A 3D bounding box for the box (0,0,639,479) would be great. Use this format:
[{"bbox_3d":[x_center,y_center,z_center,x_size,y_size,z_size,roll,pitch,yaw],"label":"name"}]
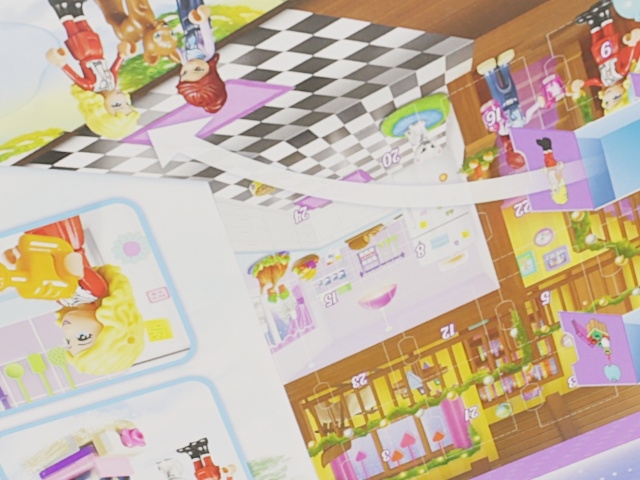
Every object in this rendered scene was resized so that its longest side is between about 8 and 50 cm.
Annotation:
[{"bbox_3d":[0.000,0.000,0.380,0.293,0.057,0.201,-16,120,5],"label":"box"}]
